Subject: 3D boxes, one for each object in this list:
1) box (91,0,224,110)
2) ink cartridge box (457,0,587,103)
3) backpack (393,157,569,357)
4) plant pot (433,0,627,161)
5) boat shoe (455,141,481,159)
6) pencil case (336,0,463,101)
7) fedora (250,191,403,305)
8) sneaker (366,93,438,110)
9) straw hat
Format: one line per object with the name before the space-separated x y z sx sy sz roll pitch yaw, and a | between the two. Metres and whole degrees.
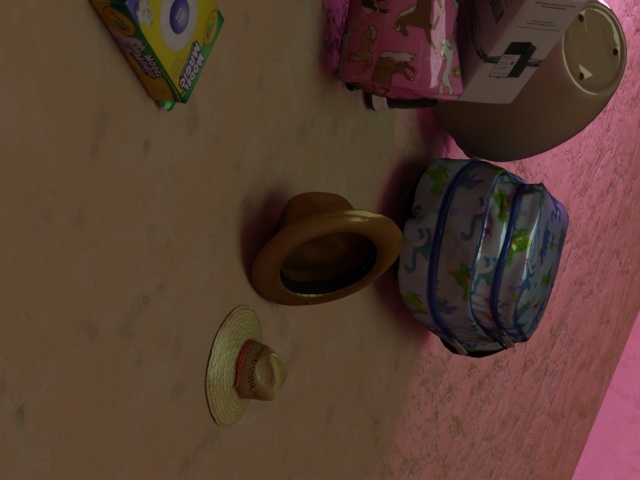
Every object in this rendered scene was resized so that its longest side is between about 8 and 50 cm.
box | -0.144 -0.205 1.406 0.179 0.043 0.105 63 43 -58
ink cartridge box | 0.225 -0.287 1.854 0.208 0.087 0.153 125 -38 -51
backpack | 0.228 0.014 2.155 0.355 0.273 0.290 31 77 -53
plant pot | 0.310 -0.257 2.103 0.284 0.191 0.284 2 87 -37
boat shoe | 0.268 -0.262 2.277 0.103 0.113 0.302 82 31 -68
pencil case | 0.117 -0.361 1.804 0.160 0.167 0.386 3 99 -23
fedora | 0.000 0.000 1.739 0.194 0.194 0.079 56 12 -59
sneaker | 0.149 -0.247 1.989 0.078 0.106 0.234 78 31 -44
straw hat | -0.070 0.148 1.708 0.144 0.061 0.144 11 90 -67
